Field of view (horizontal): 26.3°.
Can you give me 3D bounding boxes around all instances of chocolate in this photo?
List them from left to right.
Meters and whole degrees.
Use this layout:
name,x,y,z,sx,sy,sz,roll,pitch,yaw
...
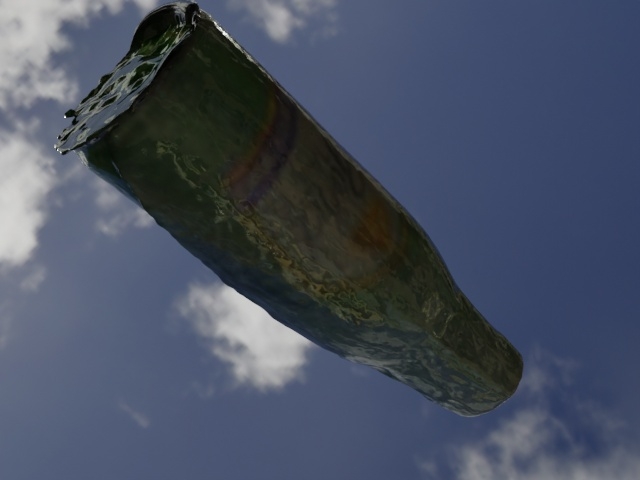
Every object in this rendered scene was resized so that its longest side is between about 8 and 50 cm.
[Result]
name,x,y,z,sx,sy,sz,roll,pitch,yaw
chocolate,0.000,0.000,0.752,0.110,0.291,0.110,-39,-154,23
